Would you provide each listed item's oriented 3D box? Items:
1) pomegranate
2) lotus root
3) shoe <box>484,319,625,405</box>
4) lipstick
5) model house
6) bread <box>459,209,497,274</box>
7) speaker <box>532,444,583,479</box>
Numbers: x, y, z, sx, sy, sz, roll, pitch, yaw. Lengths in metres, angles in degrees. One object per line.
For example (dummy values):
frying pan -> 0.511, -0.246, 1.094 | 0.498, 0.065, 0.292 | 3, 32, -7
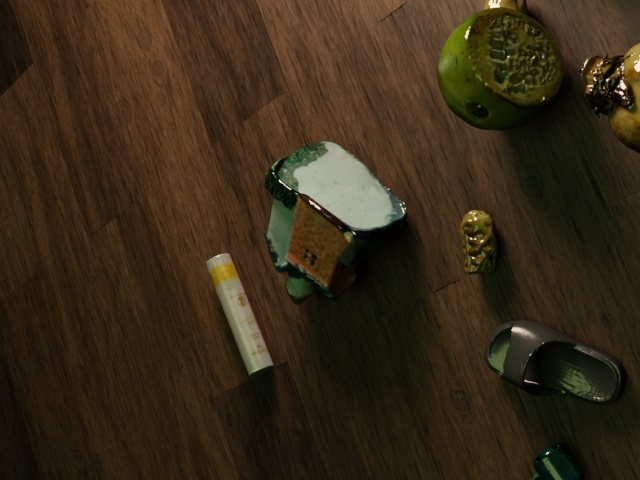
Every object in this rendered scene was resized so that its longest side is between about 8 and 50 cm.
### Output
pomegranate -> 0.267, -0.289, 1.506 | 0.159, 0.190, 0.241 | -31, 73, 62
lotus root -> 0.525, -0.191, 1.324 | 0.314, 0.141, 0.169 | 22, 109, 27
shoe -> 0.365, 0.200, 1.514 | 0.241, 0.093, 0.108 | 16, 104, 36
lipstick -> -0.171, 0.157, 1.975 | 0.059, 0.059, 0.264 | -35, 72, 36
model house -> 0.000, 0.000, 1.772 | 0.253, 0.184, 0.291 | 39, 130, 24
bread -> 0.272, 0.002, 1.600 | 0.066, 0.060, 0.110 | 169, 96, -69
speaker -> 0.386, 0.384, 1.541 | 0.075, 0.060, 0.094 | 58, 160, 21
